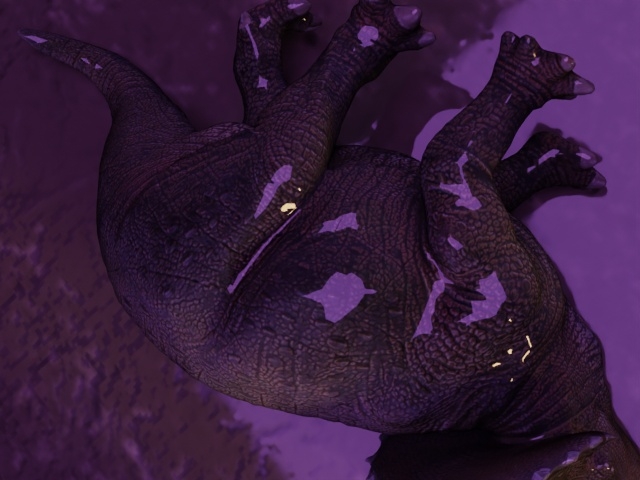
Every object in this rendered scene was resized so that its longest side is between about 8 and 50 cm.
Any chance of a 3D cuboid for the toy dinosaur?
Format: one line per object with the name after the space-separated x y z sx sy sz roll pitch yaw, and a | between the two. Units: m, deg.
0.000 0.000 0.480 0.313 0.121 0.160 28 79 9 | toy dinosaur
